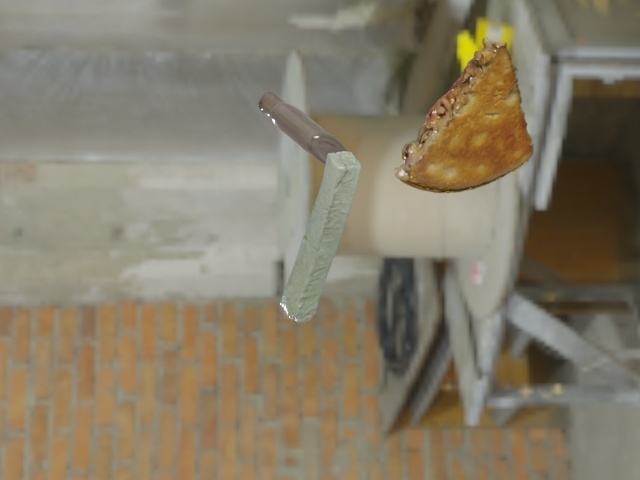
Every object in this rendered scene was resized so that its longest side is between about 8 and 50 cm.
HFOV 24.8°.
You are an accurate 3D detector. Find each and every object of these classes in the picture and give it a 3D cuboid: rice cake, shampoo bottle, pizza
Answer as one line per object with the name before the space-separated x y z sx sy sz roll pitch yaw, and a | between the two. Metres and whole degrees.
rice cake | 0.000 0.000 1.834 0.045 0.042 0.245 55 136 44
shampoo bottle | -0.030 -0.155 1.982 0.040 0.080 0.165 -53 45 6
pizza | 0.177 -0.145 1.654 0.053 0.201 0.193 42 122 41
